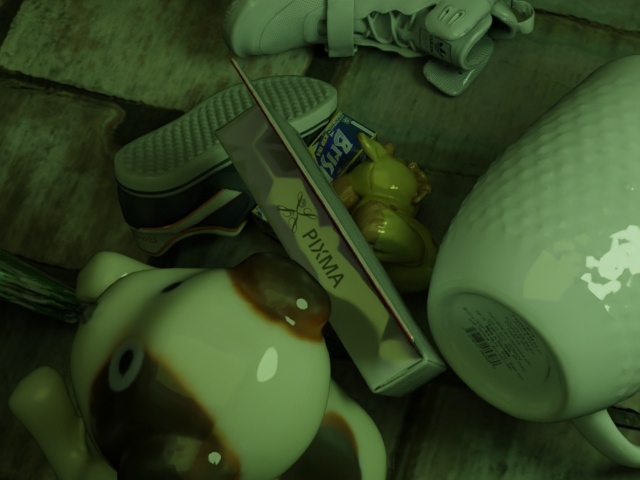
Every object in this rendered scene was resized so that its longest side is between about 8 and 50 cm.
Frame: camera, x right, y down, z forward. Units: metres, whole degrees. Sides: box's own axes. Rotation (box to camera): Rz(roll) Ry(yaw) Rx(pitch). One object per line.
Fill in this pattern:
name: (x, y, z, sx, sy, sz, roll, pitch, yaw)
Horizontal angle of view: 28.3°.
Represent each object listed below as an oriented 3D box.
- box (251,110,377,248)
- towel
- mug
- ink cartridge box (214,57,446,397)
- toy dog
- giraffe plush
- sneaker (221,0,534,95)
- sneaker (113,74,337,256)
box: (-0.003, -0.068, 1.492, 0.059, 0.054, 0.169, 33, 72, 21)
towel: (-0.408, 0.010, 1.355, 0.248, 0.325, 0.038, 27, 89, 19)
mug: (0.295, 0.054, 1.268, 0.328, 0.276, 0.374, -40, 108, -29)
ink cartridge box: (0.000, 0.000, 1.166, 0.066, 0.261, 0.296, -33, 75, 5)
toy dog: (-0.091, 0.172, 1.124, 0.395, 0.408, 0.284, 34, 72, 21)
giraffe plush: (0.061, -0.024, 1.410, 0.210, 0.181, 0.170, -5, 54, -4)
sneaker: (0.075, -0.270, 1.538, 0.366, 0.137, 0.210, -23, 60, -9)
sneaker: (-0.108, -0.092, 1.488, 0.126, 0.127, 0.321, 29, 43, 35)
